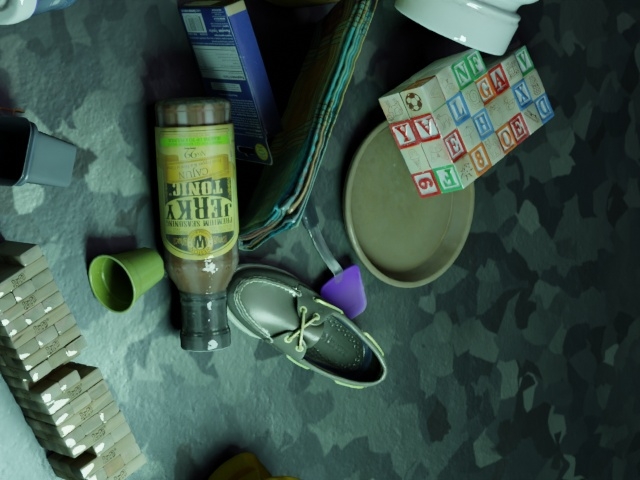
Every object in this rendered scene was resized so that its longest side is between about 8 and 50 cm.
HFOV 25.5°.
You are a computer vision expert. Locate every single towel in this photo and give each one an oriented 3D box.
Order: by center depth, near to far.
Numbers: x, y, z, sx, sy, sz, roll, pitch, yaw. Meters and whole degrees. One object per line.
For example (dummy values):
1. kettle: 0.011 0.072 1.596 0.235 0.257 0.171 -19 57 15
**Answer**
1. towel: -0.021 -0.173 1.943 0.040 0.271 0.370 23 75 -13

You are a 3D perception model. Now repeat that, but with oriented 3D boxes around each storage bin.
1. storage bin: -0.369 -0.109 1.740 0.091 0.135 0.098 15 84 -52

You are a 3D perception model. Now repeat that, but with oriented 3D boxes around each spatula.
1. spatula: 0.000 0.000 2.120 0.084 0.030 0.296 -34 115 -28

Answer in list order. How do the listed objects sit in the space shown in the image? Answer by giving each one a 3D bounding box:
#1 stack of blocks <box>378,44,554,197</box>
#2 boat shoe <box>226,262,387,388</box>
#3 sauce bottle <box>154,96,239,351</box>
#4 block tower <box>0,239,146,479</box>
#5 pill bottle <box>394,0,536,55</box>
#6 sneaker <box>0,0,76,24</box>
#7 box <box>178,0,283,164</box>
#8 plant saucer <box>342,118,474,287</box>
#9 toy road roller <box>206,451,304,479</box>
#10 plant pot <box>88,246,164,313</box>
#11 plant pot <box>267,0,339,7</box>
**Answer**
1. stack of blocks: 0.235 -0.209 2.221 0.297 0.087 0.171 -36 107 -44
2. boat shoe: -0.020 0.127 2.068 0.305 0.091 0.109 34 86 -36
3. sauce bottle: -0.163 -0.022 1.928 0.111 0.111 0.344 -10 100 -39
4. block tower: -0.345 0.167 1.805 0.097 0.091 0.335 -36 115 -33
5. pill bottle: 0.274 -0.492 2.111 0.224 0.224 0.392 10 113 -40
6. sneaker: -0.378 -0.434 1.719 0.236 0.130 0.323 -42 109 -48
7. box: -0.118 -0.217 1.931 0.036 0.136 0.225 -26 111 -27
8. plant saucer: 0.135 -0.065 2.224 0.278 0.041 0.278 -5 98 -39
9. toy road roller: -0.130 0.450 1.977 0.329 0.240 0.202 -31 120 7
10. plant pot: -0.252 0.045 1.887 0.079 0.083 0.083 -30 113 -47
11. plant pot: 0.028 -0.458 1.967 0.254 0.239 0.254 -4 96 -41
